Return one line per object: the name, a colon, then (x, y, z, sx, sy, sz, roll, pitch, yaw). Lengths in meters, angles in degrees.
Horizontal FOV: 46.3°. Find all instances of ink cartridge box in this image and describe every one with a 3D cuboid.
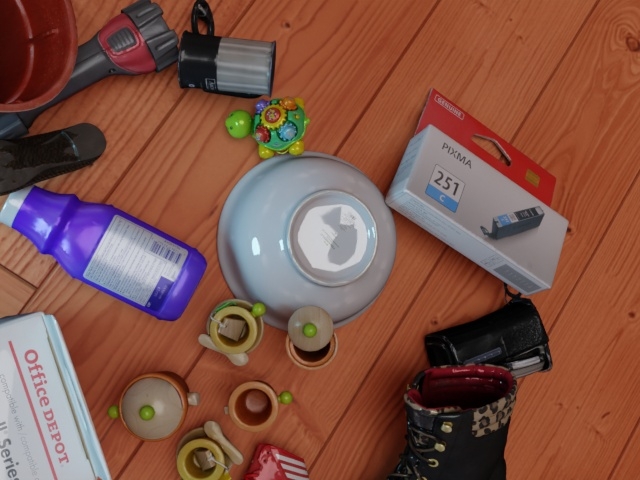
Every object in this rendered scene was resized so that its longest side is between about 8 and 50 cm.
ink cartridge box: (0.275, -0.093, 1.224, 0.296, 0.066, 0.261, 32, 60, -15)
ink cartridge box: (-0.372, 0.200, 0.890, 0.119, 0.353, 0.207, -19, 93, -31)

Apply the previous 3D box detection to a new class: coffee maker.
coffee maker: (0.268, 0.165, 1.240, 0.178, 0.120, 0.171, -16, 69, -19)

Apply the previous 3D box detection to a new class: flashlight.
flashlight: (-0.350, -0.233, 1.066, 0.304, 0.103, 0.103, -33, 135, -12)

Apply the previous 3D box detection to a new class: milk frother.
milk frother: (-0.132, -0.287, 1.110, 0.134, 0.129, 0.143, 6, 93, -2)

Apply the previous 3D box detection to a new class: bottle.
bottle: (-0.308, 0.010, 1.064, 0.283, 0.092, 0.118, 28, 82, -14)

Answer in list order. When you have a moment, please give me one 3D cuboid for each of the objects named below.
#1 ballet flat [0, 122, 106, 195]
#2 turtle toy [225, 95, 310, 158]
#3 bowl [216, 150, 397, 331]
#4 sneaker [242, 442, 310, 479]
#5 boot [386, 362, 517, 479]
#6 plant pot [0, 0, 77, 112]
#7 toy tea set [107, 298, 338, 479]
ballet flat: (-0.406, -0.108, 1.014, 0.250, 0.058, 0.084, -27, 94, -46)
turtle toy: (-0.080, -0.179, 1.149, 0.130, 0.066, 0.095, -4, 74, 13)
bowl: (0.000, 0.000, 1.142, 0.297, 0.134, 0.298, 1, 88, -17)
sneaker: (-0.118, 0.376, 1.123, 0.221, 0.087, 0.128, -6, 80, -30)
boot: (0.134, 0.346, 1.110, 0.377, 0.138, 0.284, -8, 117, -21)
plant pot: (-0.482, -0.240, 0.877, 0.272, 0.265, 0.272, 31, 51, -49)
toy tea set: (-0.129, 0.200, 1.051, 0.200, 0.124, 0.336, 44, 91, 1)
